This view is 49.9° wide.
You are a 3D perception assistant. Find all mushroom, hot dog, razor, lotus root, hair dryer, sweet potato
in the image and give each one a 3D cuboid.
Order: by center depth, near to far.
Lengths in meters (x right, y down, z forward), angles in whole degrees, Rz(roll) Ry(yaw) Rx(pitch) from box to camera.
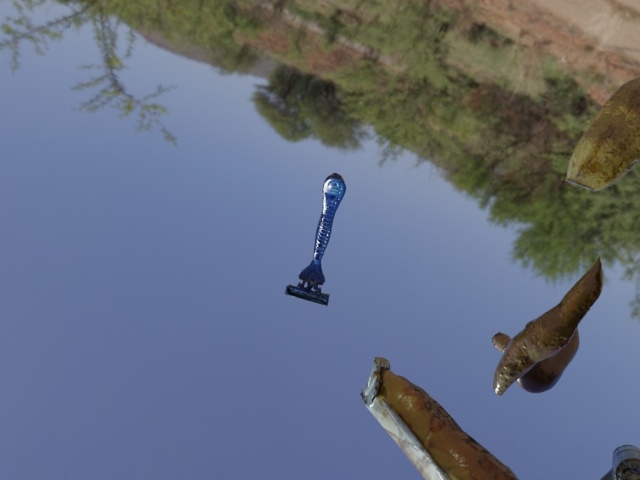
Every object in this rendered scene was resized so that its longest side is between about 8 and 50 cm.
[{"bbox_3d":[0.147,0.248,0.811,0.270,0.082,0.162,48,174,28],"label":"hot dog"},{"bbox_3d":[0.344,0.342,0.881,0.050,0.195,0.173,46,-173,25],"label":"hair dryer"},{"bbox_3d":[0.361,0.141,1.087,0.067,0.274,0.067,35,-165,-11],"label":"sweet potato"},{"bbox_3d":[0.532,-0.191,1.205,0.110,0.258,0.097,37,177,24],"label":"lotus root"},{"bbox_3d":[0.002,-0.007,1.342,0.093,0.324,0.056,14,-140,1],"label":"razor"},{"bbox_3d":[0.481,0.264,1.639,0.227,0.148,0.217,-32,-167,-32],"label":"mushroom"}]
